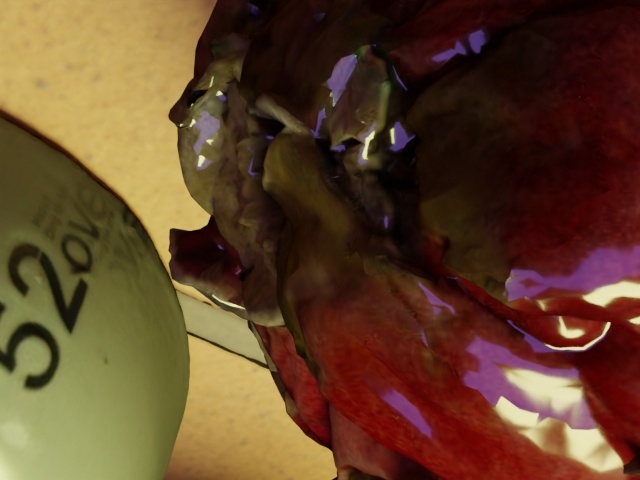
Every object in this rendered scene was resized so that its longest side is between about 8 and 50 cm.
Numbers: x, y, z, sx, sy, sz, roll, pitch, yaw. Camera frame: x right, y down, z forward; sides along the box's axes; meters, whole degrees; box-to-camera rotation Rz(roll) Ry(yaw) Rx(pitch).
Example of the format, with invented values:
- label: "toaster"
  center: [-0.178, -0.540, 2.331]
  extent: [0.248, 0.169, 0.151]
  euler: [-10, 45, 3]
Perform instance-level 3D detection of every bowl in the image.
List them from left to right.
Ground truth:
- label: "bowl"
  center: [-0.240, 0.113, 0.696]
  extent: [0.353, 0.185, 0.354]
  euler: [-1, 127, -2]

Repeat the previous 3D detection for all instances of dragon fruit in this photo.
- label: "dragon fruit"
  center: [0.116, -0.022, 0.539]
  extent: [0.329, 0.329, 0.329]
  euler: [-1, 127, -2]
